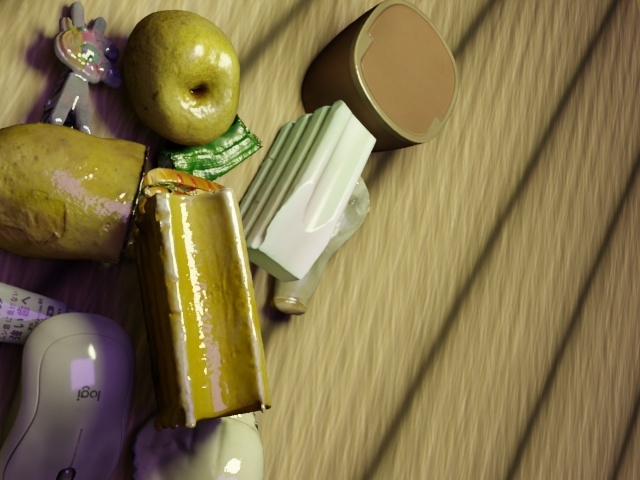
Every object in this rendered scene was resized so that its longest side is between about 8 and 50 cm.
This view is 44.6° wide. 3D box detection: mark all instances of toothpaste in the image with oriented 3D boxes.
[{"bbox_3d":[-0.485,0.106,1.165,0.299,0.073,0.114,17,84,-30],"label":"toothpaste"}]

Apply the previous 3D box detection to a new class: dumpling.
[{"bbox_3d":[-0.206,0.373,1.299,0.227,0.243,0.175,23,105,-15],"label":"dumpling"}]

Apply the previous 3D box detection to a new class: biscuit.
[{"bbox_3d":[-0.316,-0.004,1.350,0.081,0.018,0.083,19,71,-36],"label":"biscuit"}]

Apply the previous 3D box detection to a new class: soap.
[{"bbox_3d":[-0.194,0.119,1.192,0.156,0.293,0.335,-7,75,-17],"label":"soap"},{"bbox_3d":[-0.042,-0.089,1.466,0.115,0.208,0.347,41,58,-26],"label":"soap"}]

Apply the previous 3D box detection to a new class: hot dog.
[{"bbox_3d":[-0.223,-0.063,1.343,0.250,0.076,0.104,18,80,-67],"label":"hot dog"}]

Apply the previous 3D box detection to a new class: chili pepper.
[{"bbox_3d":[-0.200,-0.165,1.450,0.224,0.061,0.098,-31,96,-40],"label":"chili pepper"}]

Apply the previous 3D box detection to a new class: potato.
[{"bbox_3d":[-0.409,-0.072,1.181,0.266,0.229,0.229,15,71,-21],"label":"potato"}]

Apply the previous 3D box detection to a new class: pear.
[{"bbox_3d":[-0.241,-0.281,1.349,0.188,0.211,0.228,-11,119,-26],"label":"pear"}]

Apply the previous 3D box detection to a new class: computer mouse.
[{"bbox_3d":[-0.363,0.255,1.149,0.184,0.121,0.296,15,89,-36],"label":"computer mouse"}]

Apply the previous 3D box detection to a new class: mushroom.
[{"bbox_3d":[-0.002,-0.001,1.561,0.109,0.097,0.351,44,61,-21],"label":"mushroom"}]

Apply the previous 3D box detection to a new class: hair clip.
[{"bbox_3d":[-0.396,-0.268,1.293,0.137,0.090,0.278,27,65,-40],"label":"hair clip"}]

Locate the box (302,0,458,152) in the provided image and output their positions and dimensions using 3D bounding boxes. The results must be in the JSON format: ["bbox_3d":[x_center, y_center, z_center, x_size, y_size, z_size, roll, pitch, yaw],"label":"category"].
[{"bbox_3d":[0.116,-0.324,1.641,0.301,0.216,0.300,11,73,-38],"label":"box"}]
